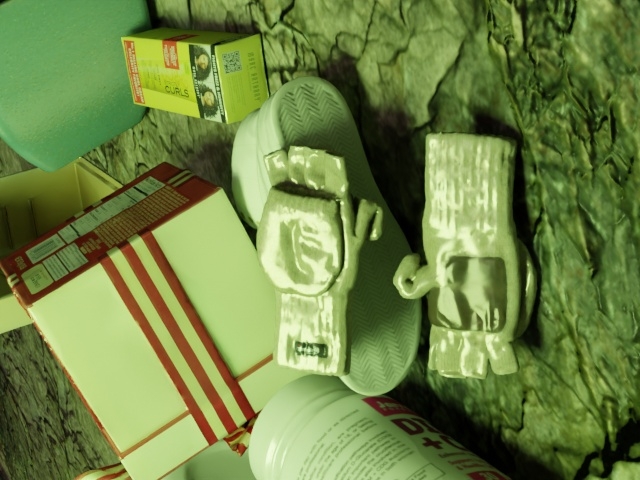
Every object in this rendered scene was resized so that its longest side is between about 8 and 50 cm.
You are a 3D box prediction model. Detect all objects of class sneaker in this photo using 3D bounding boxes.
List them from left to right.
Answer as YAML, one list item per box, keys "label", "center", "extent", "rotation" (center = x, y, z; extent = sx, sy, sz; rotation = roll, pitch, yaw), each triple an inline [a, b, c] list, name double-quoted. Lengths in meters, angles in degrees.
- label: "sneaker"
  center: [0.000, 0.000, 1.061]
  extent: [0.169, 0.108, 0.293]
  rotation: [-11, 95, 69]

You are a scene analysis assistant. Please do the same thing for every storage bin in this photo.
- label: "storage bin"
  center: [-0.397, 0.004, 1.547]
  extent: [0.260, 0.262, 0.123]
  rotation: [30, 131, 50]

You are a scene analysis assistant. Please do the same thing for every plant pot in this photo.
- label: "plant pot"
  center: [-0.344, -0.236, 1.368]
  extent: [0.247, 0.247, 0.252]
  rotation: [37, 153, 45]

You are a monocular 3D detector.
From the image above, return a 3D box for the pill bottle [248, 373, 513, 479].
- label: "pill bottle"
  center: [0.062, 0.237, 1.007]
  extent: [0.283, 0.160, 0.160]
  rotation: [29, 129, 50]

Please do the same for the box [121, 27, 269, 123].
- label: "box"
  center: [-0.141, -0.186, 1.221]
  extent: [0.232, 0.058, 0.087]
  rotation: [21, 124, 54]

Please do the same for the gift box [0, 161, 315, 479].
- label: "gift box"
  center: [-0.185, 0.099, 1.174]
  extent: [0.258, 0.276, 0.255]
  rotation: [61, 170, -21]

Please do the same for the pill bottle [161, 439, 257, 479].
- label: "pill bottle"
  center: [-0.106, 0.405, 1.359]
  extent: [0.181, 0.181, 0.323]
  rotation: [35, 133, 47]

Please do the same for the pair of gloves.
- label: "pair of gloves"
  center: [0.060, 0.014, 0.920]
  extent: [0.240, 0.042, 0.204]
  rotation: [-3, 101, 26]
